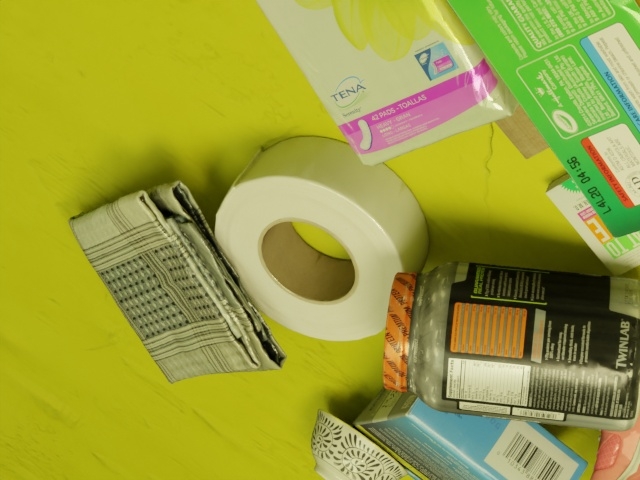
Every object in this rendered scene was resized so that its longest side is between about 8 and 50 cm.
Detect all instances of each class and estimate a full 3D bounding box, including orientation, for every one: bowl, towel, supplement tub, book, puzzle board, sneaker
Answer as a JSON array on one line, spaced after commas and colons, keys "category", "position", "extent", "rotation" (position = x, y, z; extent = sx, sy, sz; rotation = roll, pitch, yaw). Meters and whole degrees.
[{"category": "bowl", "position": [0.042, 0.338, 2.141], "extent": [0.170, 0.080, 0.170], "rotation": [34, 168, 9]}, {"category": "towel", "position": [-0.219, 0.073, 2.028], "extent": [0.324, 0.056, 0.312], "rotation": [-15, 108, 53]}, {"category": "supplement tub", "position": [0.244, 0.129, 1.759], "extent": [0.316, 0.193, 0.194], "rotation": [6, 131, 9]}, {"category": "book", "position": [0.361, -0.034, 1.732], "extent": [0.144, 0.035, 0.096], "rotation": [47, 130, -12]}, {"category": "puzzle board", "position": [0.247, -0.165, 1.694], "extent": [0.096, 0.011, 0.128], "rotation": [-29, 110, 41]}, {"category": "sneaker", "position": [0.418, 0.275, 1.859], "extent": [0.116, 0.136, 0.314], "rotation": [13, 116, -28]}]

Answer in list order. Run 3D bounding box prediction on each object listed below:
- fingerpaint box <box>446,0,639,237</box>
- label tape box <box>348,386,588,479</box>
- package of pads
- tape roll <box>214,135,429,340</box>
[{"category": "fingerpaint box", "position": [0.264, -0.292, 1.316], "extent": [0.163, 0.371, 0.445], "rotation": [-22, 115, 40]}, {"category": "label tape box", "position": [0.197, 0.293, 2.024], "extent": [0.249, 0.115, 0.347], "rotation": [38, 165, -5]}, {"category": "package of pads", "position": [0.075, -0.248, 1.653], "extent": [0.229, 0.101, 0.296], "rotation": [-19, 113, 39]}, {"category": "tape roll", "position": [0.000, 0.000, 1.914], "extent": [0.286, 0.100, 0.286], "rotation": [16, 134, 17]}]
